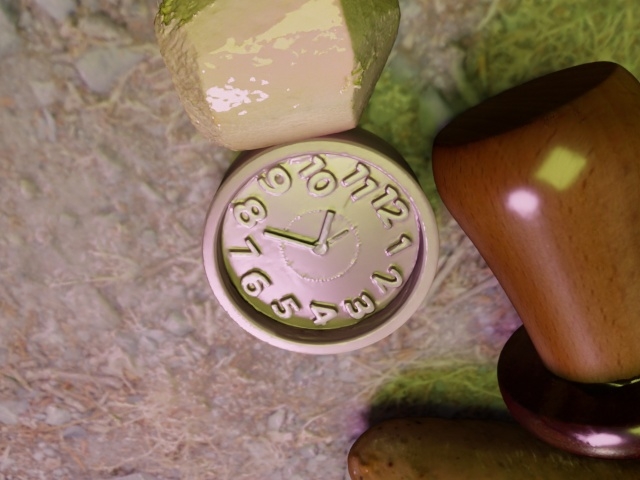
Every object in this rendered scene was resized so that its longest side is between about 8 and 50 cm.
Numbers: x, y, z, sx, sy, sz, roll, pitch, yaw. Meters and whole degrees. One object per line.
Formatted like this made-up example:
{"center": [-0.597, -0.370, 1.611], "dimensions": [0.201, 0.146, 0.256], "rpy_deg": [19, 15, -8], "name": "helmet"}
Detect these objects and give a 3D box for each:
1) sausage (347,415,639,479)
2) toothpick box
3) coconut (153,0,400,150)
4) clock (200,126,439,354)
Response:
{"center": [0.273, 0.273, 0.558], "dimensions": [0.500, 0.123, 0.136], "rpy_deg": [13, 115, -7], "name": "sausage"}
{"center": [0.206, 0.027, 0.418], "dimensions": [0.192, 0.192, 0.294], "rpy_deg": [-24, 107, 10], "name": "toothpick box"}
{"center": [-0.022, -0.140, 0.365], "dimensions": [0.152, 0.147, 0.147], "rpy_deg": [-12, 113, 8], "name": "coconut"}
{"center": [0.000, 0.000, 0.465], "dimensions": [0.196, 0.068, 0.197], "rpy_deg": [0, 113, 0], "name": "clock"}
